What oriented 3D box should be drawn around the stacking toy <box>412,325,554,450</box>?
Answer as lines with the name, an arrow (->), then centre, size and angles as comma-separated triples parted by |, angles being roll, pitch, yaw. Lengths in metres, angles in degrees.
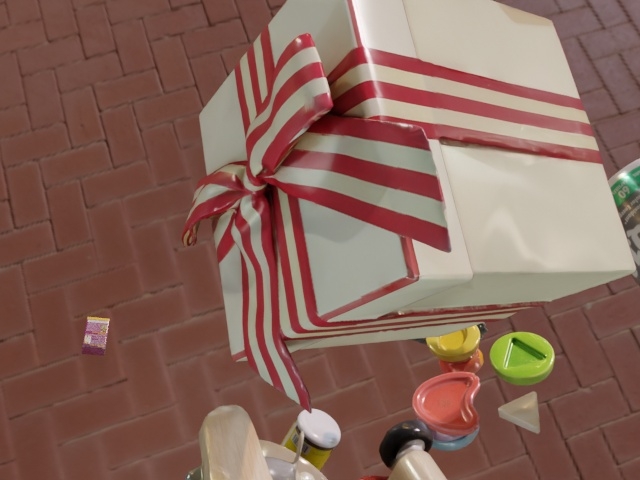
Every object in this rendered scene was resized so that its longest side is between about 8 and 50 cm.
stacking toy -> 0.353, 0.325, 1.349 | 0.280, 0.130, 0.309 | 2, 40, 26

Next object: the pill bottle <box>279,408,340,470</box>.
pill bottle -> -0.046, 0.528, 1.537 | 0.117, 0.117, 0.215 | 33, 112, 10

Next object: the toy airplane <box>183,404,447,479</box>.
toy airplane -> -0.033, 0.360, 0.623 | 0.384, 0.272, 0.386 | 14, 37, 19

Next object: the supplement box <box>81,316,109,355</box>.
supplement box -> -0.551, 0.235, 1.532 | 0.055, 0.043, 0.083 | 9, 51, -16

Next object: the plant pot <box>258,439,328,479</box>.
plant pot -> -0.119, 0.626, 1.426 | 0.284, 0.284, 0.191 | 31, 47, 9

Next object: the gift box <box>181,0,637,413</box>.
gift box -> 0.055, -0.030, 0.471 | 0.258, 0.255, 0.276 | 2, 64, -33

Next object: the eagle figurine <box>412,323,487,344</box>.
eagle figurine -> 0.253, 0.169, 1.614 | 0.226, 0.225, 0.298 | -13, 37, -40

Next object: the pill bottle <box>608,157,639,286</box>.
pill bottle -> 0.619, 0.035, 1.007 | 0.204, 0.204, 0.361 | -13, 44, -7
